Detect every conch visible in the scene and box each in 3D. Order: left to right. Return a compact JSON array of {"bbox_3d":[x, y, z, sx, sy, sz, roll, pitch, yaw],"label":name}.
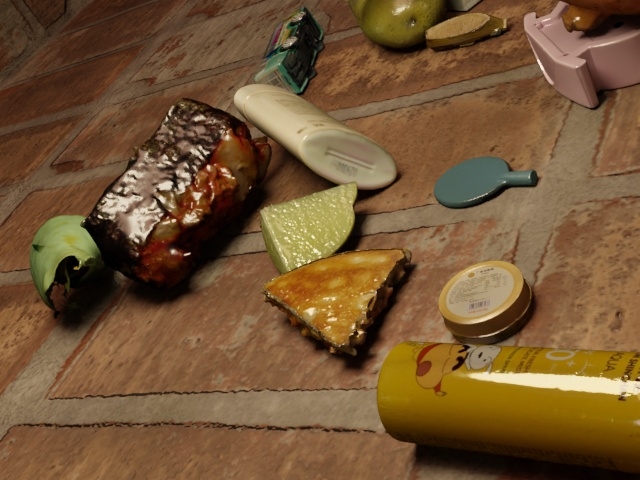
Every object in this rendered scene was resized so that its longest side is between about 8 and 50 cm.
[{"bbox_3d":[-0.406,0.052,1.480,0.143,0.137,0.250,-33,28,4],"label":"conch"}]

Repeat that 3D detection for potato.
[{"bbox_3d":[0.000,0.000,1.296,0.149,0.081,0.120,-18,60,-9],"label":"potato"},{"bbox_3d":[0.145,-0.445,1.715,0.169,0.143,0.248,-41,30,11],"label":"potato"}]

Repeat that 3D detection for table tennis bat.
[{"bbox_3d":[0.223,-0.082,1.244,0.155,0.019,0.100,-2,41,42],"label":"table tennis bat"}]

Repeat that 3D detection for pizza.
[{"bbox_3d":[0.017,0.087,1.141,0.201,0.053,0.193,-10,34,13],"label":"pizza"}]

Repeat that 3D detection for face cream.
[{"bbox_3d":[-0.023,-0.176,1.465,0.348,0.173,0.081,42,111,58],"label":"face cream"},{"bbox_3d":[0.219,0.149,0.826,0.348,0.105,0.105,-2,42,40],"label":"face cream"}]

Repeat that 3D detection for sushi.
[{"bbox_3d":[-0.214,-0.073,1.460,0.182,0.196,0.343,31,64,9],"label":"sushi"}]

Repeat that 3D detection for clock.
[{"bbox_3d":[0.443,-0.333,1.355,0.275,0.080,0.290,-28,32,5],"label":"clock"}]

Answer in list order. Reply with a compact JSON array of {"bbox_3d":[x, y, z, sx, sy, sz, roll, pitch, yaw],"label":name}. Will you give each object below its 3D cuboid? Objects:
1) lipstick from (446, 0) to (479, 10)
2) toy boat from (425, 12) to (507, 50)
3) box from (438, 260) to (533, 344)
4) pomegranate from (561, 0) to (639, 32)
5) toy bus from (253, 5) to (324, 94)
[{"bbox_3d":[0.379,-0.577,1.764,0.371,0.080,0.076,-39,32,-14],"label":"lipstick"},{"bbox_3d":[0.253,-0.366,1.600,0.149,0.049,0.047,-9,67,29],"label":"toy boat"},{"bbox_3d":[0.187,0.069,1.036,0.105,0.037,0.105,-22,32,15],"label":"box"},{"bbox_3d":[0.391,-0.429,1.203,0.338,0.338,0.338,-22,32,15],"label":"pomegranate"},{"bbox_3d":[-0.060,-0.382,1.865,0.109,0.091,0.262,-24,29,26],"label":"toy bus"}]
